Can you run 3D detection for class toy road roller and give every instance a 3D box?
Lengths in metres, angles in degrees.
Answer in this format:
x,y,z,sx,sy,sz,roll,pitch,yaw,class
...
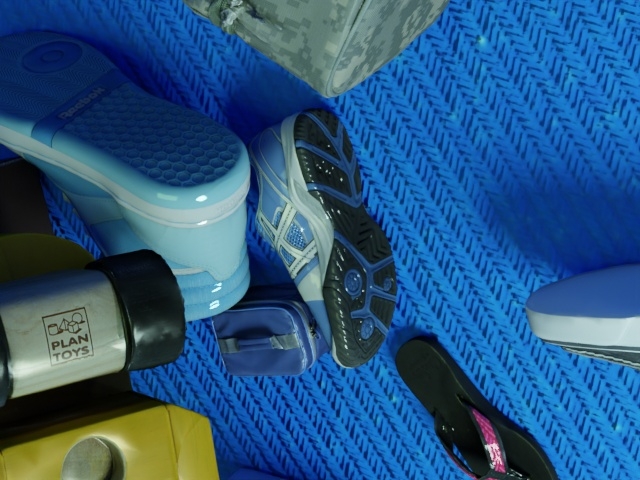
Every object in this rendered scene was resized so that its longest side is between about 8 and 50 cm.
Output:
x,y,z,sx,sy,sz,roll,pitch,yaw,class
-0.223,0.157,1.373,0.240,0.202,0.330,2,103,60,toy road roller

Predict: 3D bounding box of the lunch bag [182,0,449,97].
x,y,z,sx,sy,sz,roll,pitch,yaw,class
-0.007,-0.284,1.161,0.256,0.212,0.305,37,128,12,lunch bag

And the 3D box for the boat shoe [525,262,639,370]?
x,y,z,sx,sy,sz,roll,pitch,yaw,class
0.292,0.078,1.221,0.301,0.108,0.102,0,111,25,boat shoe

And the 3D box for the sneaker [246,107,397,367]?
x,y,z,sx,sy,sz,roll,pitch,yaw,class
0.000,0.000,1.388,0.081,0.080,0.211,-9,98,42,sneaker

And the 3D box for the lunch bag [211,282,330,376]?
x,y,z,sx,sy,sz,roll,pitch,yaw,class
-0.038,0.078,1.450,0.098,0.065,0.067,-7,109,35,lunch bag

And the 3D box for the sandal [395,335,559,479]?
x,y,z,sx,sy,sz,roll,pitch,yaw,class
0.121,0.157,1.402,0.179,0.040,0.067,48,128,4,sandal

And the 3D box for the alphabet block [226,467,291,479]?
x,y,z,sx,sy,sz,roll,pitch,yaw,class
-0.035,0.342,1.495,0.192,0.193,0.197,12,118,30,alphabet block

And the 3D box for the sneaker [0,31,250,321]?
x,y,z,sx,sy,sz,roll,pitch,yaw,class
-0.183,-0.037,1.455,0.319,0.127,0.208,33,144,35,sneaker

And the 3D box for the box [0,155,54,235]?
x,y,z,sx,sy,sz,roll,pitch,yaw,class
-0.325,0.126,1.583,0.191,0.143,0.381,-5,104,35,box
